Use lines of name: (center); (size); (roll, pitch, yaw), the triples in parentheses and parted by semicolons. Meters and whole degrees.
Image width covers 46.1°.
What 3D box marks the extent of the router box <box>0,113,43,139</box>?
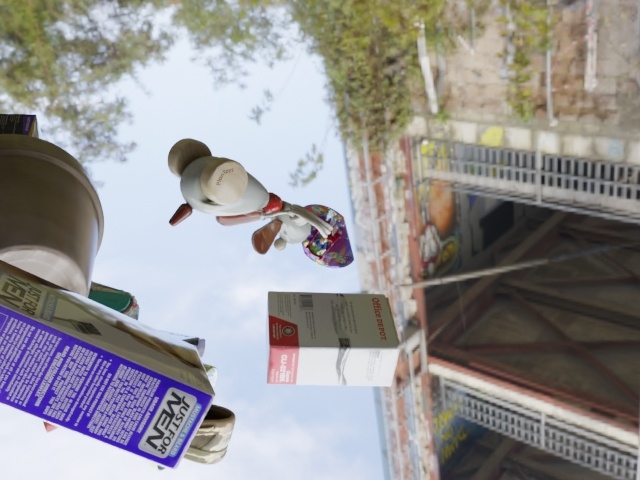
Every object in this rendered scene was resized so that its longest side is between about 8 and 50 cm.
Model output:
router box: (-0.766, -0.167, 1.763); (0.243, 0.309, 0.081); (-1, -124, -7)

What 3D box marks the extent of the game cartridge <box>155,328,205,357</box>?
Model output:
game cartridge: (-0.403, 0.219, 1.593); (0.230, 0.068, 0.355); (4, 177, 11)

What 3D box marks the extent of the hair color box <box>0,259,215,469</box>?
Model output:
hair color box: (-0.303, 0.125, 0.865); (0.339, 0.110, 0.185); (29, -179, -19)

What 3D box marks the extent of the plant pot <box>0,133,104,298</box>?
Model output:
plant pot: (-0.502, 0.022, 1.244); (0.323, 0.323, 0.280); (-18, -145, -19)

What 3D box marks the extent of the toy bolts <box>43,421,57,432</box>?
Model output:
toy bolts: (-0.625, 0.360, 1.865); (0.158, 0.228, 0.218); (-15, -162, -15)

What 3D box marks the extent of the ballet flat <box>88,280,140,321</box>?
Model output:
ballet flat: (-0.472, 0.126, 1.546); (0.241, 0.077, 0.091); (19, -122, 25)

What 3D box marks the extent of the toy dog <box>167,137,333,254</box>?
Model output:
toy dog: (-0.160, -0.049, 1.424); (0.161, 0.333, 0.220); (-57, -158, -2)

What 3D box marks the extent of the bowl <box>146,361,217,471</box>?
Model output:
bowl: (-0.398, 0.416, 1.903); (0.156, 0.289, 0.289); (26, -146, 9)

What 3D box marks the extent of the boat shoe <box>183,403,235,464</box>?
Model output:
boat shoe: (-0.331, 0.320, 1.438); (0.341, 0.110, 0.121); (17, -161, -6)

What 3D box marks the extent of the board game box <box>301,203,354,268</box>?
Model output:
board game box: (0.000, 0.000, 1.673); (0.133, 0.169, 0.033); (4, -147, 32)

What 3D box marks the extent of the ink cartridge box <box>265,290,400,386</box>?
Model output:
ink cartridge box: (0.020, 0.211, 1.635); (0.273, 0.114, 0.197); (1, -149, -6)
